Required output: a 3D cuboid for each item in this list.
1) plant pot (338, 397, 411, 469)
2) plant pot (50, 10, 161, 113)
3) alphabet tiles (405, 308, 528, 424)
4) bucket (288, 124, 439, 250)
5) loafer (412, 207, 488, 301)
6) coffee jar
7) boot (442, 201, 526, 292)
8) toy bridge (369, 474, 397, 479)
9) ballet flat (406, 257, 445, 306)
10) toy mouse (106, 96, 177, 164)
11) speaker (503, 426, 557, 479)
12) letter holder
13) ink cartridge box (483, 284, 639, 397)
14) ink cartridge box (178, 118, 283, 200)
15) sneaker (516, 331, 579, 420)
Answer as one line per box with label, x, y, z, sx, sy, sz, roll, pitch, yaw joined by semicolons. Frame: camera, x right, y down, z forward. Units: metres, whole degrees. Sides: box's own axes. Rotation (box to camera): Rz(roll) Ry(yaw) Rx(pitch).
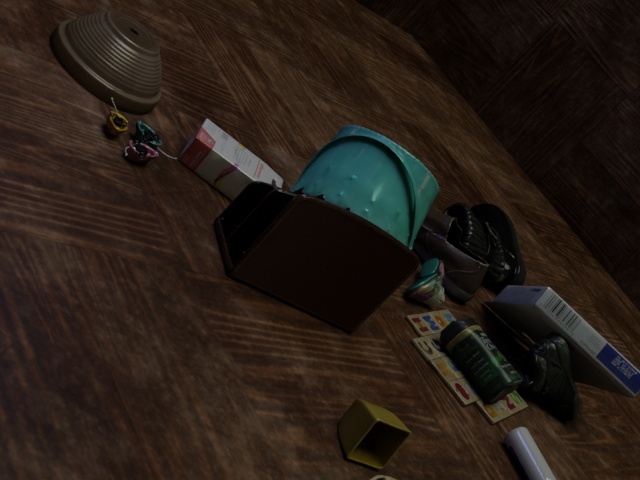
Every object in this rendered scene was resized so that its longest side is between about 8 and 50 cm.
plant pot;0.076;0.296;1.549;0.081;0.081;0.083;28;15;-35
plant pot;-0.390;-0.364;1.898;0.237;0.109;0.237;35;24;-18
alphabet tiles;0.319;0.264;2.120;0.285;0.011;0.343;52;23;19
bucket;0.091;-0.090;1.984;0.281;0.183;0.281;32;-12;8
loafer;0.286;-0.021;2.423;0.366;0.130;0.134;51;22;17
coffee jar;0.333;0.245;2.057;0.184;0.079;0.096;52;23;21
boot;0.412;-0.029;2.659;0.260;0.131;0.348;31;25;-30
toy bridge;0.104;0.388;1.494;0.188;0.026;0.063;24;26;-41
ballet flat;0.251;0.105;2.227;0.079;0.077;0.221;62;20;-7
toy mouse;-0.324;-0.173;1.765;0.143;0.031;0.161;31;25;-29
speaker;0.409;0.431;1.912;0.055;0.055;0.136;25;29;-39
letter holder;0.000;0.000;1.767;0.302;0.214;0.152;28;27;-34
ink cartridge box;0.576;0.231;2.350;0.324;0.071;0.330;41;-7;-7
ink cartridge box;-0.172;-0.139;1.924;0.198;0.067;0.115;37;23;-12
sneaker;0.511;0.330;2.233;0.087;0.130;0.227;40;-27;59
